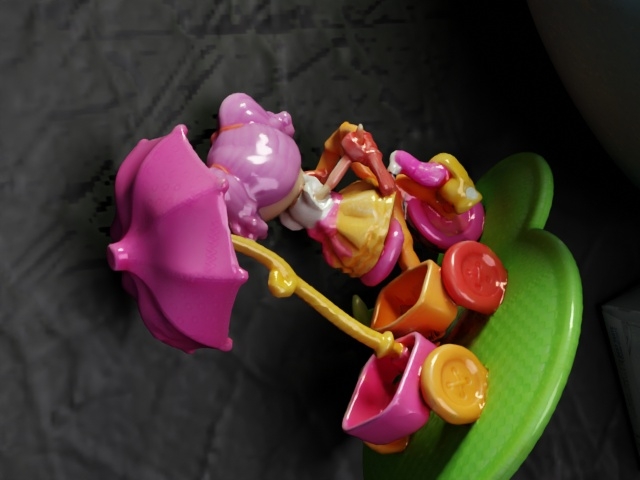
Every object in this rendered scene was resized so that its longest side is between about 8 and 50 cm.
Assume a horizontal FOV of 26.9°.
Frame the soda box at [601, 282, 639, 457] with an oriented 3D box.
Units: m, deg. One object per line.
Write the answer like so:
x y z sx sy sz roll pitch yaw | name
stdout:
0.281 0.023 0.680 0.286 0.091 0.098 -26 108 -27 | soda box

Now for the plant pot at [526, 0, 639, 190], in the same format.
0.224 -0.091 0.557 0.290 0.290 0.195 -37 137 -24 | plant pot

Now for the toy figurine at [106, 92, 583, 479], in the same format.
0.000 0.000 0.507 0.159 0.130 0.173 30 56 -20 | toy figurine
